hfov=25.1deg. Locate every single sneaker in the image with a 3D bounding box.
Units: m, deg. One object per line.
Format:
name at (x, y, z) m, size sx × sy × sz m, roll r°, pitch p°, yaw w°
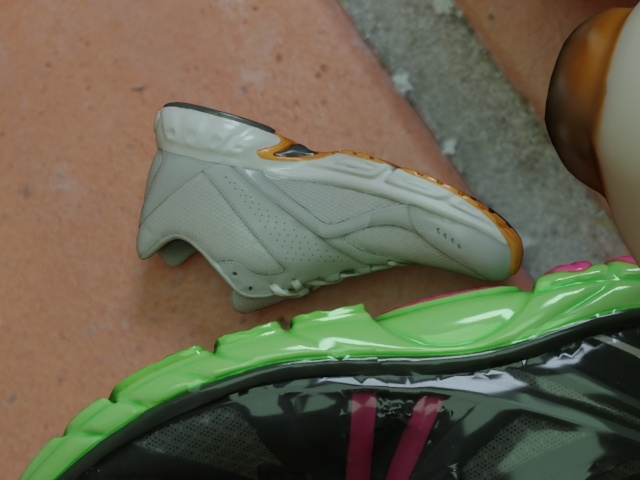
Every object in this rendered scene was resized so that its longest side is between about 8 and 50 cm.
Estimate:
sneaker at (0.000, 0.000, 0.928) m, size 0.262 × 0.099 × 0.121 m, roll 17°, pitch 89°, yaw 22°
sneaker at (0.040, 0.147, 0.835) m, size 0.482 × 0.185 × 0.202 m, roll -14°, pitch 72°, yaw 9°

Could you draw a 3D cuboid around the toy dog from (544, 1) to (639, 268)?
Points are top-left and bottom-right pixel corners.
toy dog at (0.304, -0.111, 0.640) m, size 0.408 × 0.395 × 0.284 m, roll -45°, pitch 50°, yaw -11°
